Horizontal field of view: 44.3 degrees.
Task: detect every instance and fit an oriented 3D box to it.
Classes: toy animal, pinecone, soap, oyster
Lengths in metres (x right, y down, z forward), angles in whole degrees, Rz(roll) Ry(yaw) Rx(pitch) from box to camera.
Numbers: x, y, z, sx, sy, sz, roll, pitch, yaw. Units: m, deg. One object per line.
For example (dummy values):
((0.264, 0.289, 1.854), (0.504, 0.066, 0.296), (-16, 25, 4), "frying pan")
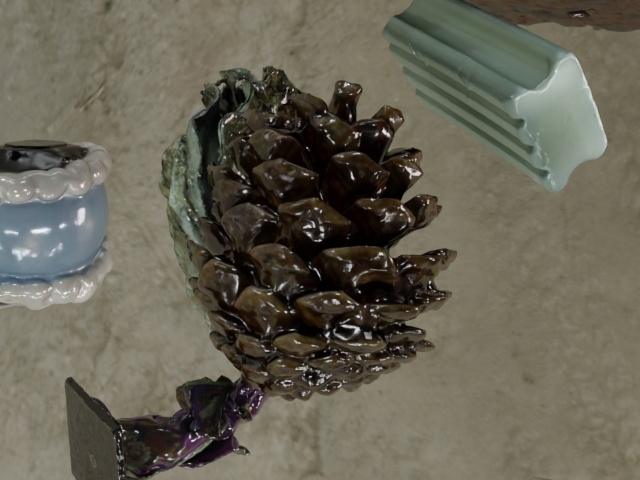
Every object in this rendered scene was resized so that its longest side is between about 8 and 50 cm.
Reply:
((-0.320, -0.014, 0.899), (0.208, 0.156, 0.204), (-31, 130, -57), "toy animal")
((-0.004, 0.003, 0.540), (0.184, 0.179, 0.204), (-16, 77, 16), "pinecone")
((0.142, -0.136, 0.676), (0.066, 0.198, 0.119), (-41, 133, -2), "soap")
((-0.073, -0.038, 0.743), (0.198, 0.112, 0.267), (46, 51, -34), "oyster")

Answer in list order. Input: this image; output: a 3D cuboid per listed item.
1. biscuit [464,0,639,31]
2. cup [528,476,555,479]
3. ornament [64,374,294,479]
((0.212, -0.257, 0.692), (0.289, 0.334, 0.081), (8, 94, -30), "biscuit")
((0.097, 0.268, 0.209), (0.253, 0.253, 0.371), (25, 75, -19), "cup")
((-0.080, 0.134, 0.581), (0.203, 0.088, 0.081), (-8, 114, -43), "ornament")
